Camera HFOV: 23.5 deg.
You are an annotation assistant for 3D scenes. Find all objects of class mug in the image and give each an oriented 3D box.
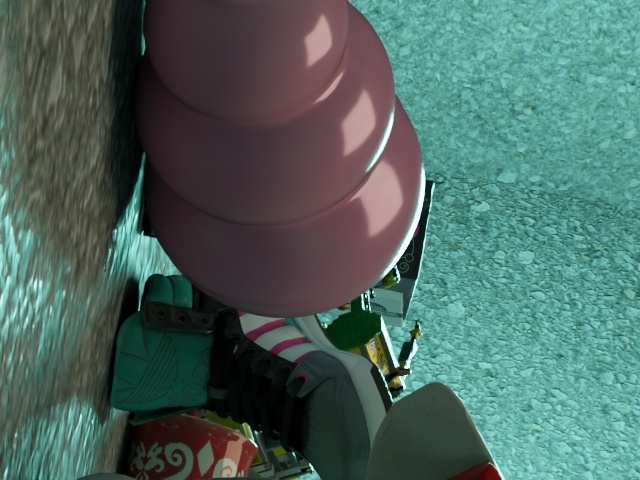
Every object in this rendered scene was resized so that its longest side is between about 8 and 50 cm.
[{"bbox_3d":[-0.128,0.253,1.341,0.150,0.113,0.169,93,11,-67],"label":"mug"}]

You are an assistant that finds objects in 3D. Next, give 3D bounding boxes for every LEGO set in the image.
[{"bbox_3d":[-0.014,0.124,1.593,0.331,0.255,0.192,-109,178,-60],"label":"LEGO set"}]

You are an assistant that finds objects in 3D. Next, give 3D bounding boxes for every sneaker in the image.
[{"bbox_3d":[-0.069,0.108,1.183,0.295,0.178,0.124,-134,-133,-54],"label":"sneaker"}]

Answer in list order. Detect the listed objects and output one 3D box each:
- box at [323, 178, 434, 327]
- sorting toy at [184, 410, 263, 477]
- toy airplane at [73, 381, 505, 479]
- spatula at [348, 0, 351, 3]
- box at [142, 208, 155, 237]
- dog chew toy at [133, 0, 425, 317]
[{"bbox_3d":[0.000,0.000,1.877,0.163,0.247,0.142,97,5,-65],"label":"box"},{"bbox_3d":[-0.120,0.251,1.494,0.046,0.132,0.274,-38,143,-41],"label":"sorting toy"},{"bbox_3d":[-0.052,0.224,0.927,0.384,0.272,0.386,-27,149,-48],"label":"toy airplane"},{"bbox_3d":[-0.044,-0.110,1.228,0.019,0.168,0.242,-51,148,-50],"label":"spatula"},{"bbox_3d":[-0.123,-0.044,1.232,0.083,0.018,0.067,-74,174,-74],"label":"box"},{"bbox_3d":[-0.035,-0.086,1.056,0.332,0.206,0.207,78,20,-59],"label":"dog chew toy"}]
